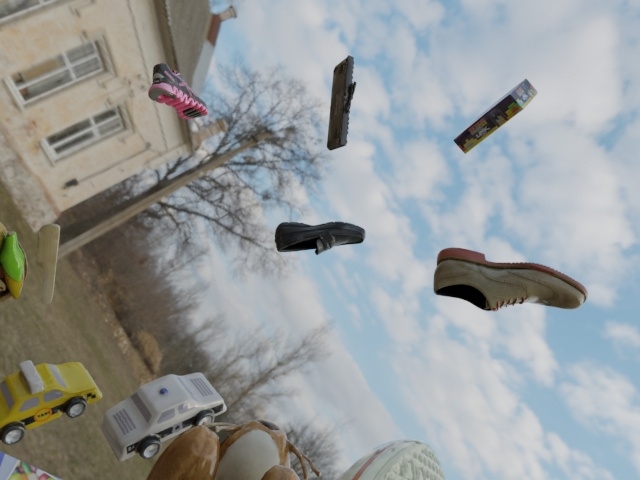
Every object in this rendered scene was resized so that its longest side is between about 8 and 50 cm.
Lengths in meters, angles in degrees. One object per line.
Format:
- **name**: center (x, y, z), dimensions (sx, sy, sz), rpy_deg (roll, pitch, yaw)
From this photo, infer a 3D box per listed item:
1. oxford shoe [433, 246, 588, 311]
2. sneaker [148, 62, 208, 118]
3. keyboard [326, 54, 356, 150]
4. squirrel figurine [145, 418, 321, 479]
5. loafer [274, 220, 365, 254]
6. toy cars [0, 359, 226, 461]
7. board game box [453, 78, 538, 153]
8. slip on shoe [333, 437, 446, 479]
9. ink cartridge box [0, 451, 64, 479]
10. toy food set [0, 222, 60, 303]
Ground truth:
- **oxford shoe**: center (0.433, 0.122, 1.343), dimensions (0.348, 0.130, 0.123), rpy_deg (11, -36, 18)
- **sneaker**: center (-0.200, -0.214, 0.823), dimensions (0.119, 0.047, 0.057), rpy_deg (27, 53, -67)
- **keyboard**: center (0.047, -0.278, 1.162), dimensions (0.108, 0.023, 0.180), rpy_deg (177, -82, -70)
- **squirrel figurine**: center (-0.137, 0.402, 0.657), dimensions (0.370, 0.281, 0.397), rpy_deg (-40, 140, -81)
- **loafer**: center (0.000, 0.000, 1.402), dimensions (0.076, 0.223, 0.078), rpy_deg (96, -7, -61)
- **toy cars**: center (-0.350, 0.249, 0.912), dimensions (0.176, 0.393, 0.087), rpy_deg (-86, -179, -59)
- **board game box**: center (0.402, -0.286, 1.324), dimensions (0.048, 0.141, 0.170), rpy_deg (50, -48, 0)
- **slip on shoe**: center (-0.011, 0.213, 0.337), dimensions (0.101, 0.331, 0.123), rpy_deg (-16, -89, 37)
- **ink cartridge box**: center (-0.471, 0.442, 0.892), dimensions (0.311, 0.065, 0.186), rpy_deg (39, 15, -26)
- **toy food set**: center (-0.426, 0.028, 0.699), dimensions (0.038, 0.192, 0.132), rpy_deg (-119, -141, -62)
